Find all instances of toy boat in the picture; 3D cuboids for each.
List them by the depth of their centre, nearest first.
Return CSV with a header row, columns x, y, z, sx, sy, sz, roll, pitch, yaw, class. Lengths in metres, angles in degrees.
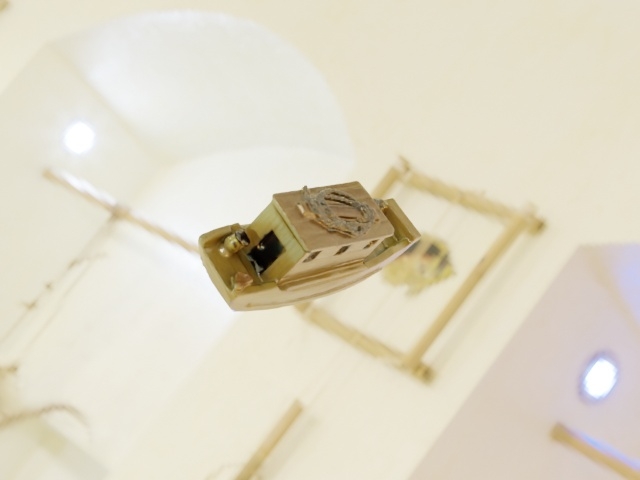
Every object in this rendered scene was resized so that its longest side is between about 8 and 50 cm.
x,y,z,sx,sy,sz,roll,pitch,yaw,class
0.000,0.000,0.963,0.200,0.077,0.057,-10,60,-54,toy boat
